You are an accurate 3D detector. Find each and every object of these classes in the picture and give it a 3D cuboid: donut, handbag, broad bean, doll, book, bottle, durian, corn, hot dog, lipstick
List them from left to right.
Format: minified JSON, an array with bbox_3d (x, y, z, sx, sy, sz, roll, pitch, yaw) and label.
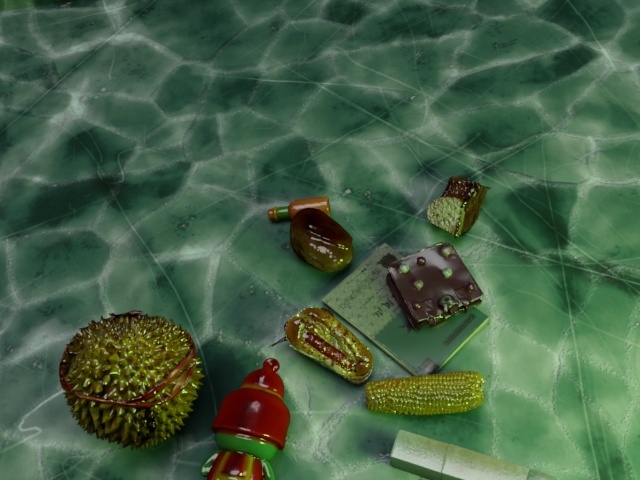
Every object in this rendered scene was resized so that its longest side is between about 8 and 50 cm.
[{"bbox_3d":[-0.455,0.327,1.777,0.348,0.384,0.347,-1,63,2],"label":"durian"},{"bbox_3d":[-0.166,0.444,1.788,0.183,0.160,0.362,7,54,15],"label":"doll"},{"bbox_3d":[-0.064,-0.089,2.239,0.187,0.069,0.069,-6,52,7],"label":"bottle"},{"bbox_3d":[0.001,0.001,2.128,0.156,0.122,0.228,-24,57,-32],"label":"broad bean"},{"bbox_3d":[0.026,0.268,1.901,0.253,0.069,0.131,37,72,0],"label":"hot dog"},{"bbox_3d":[0.225,0.187,2.010,0.379,0.031,0.264,36,64,29],"label":"book"},{"bbox_3d":[0.264,0.377,1.819,0.311,0.101,0.101,-7,52,3],"label":"corn"},{"bbox_3d":[0.300,0.119,1.988,0.203,0.074,0.216,-20,53,-10],"label":"handbag"},{"bbox_3d":[0.398,-0.098,2.159,0.126,0.144,0.186,24,90,31],"label":"donut"},{"bbox_3d":[0.347,0.530,1.704,0.372,0.079,0.076,13,57,18],"label":"lipstick"}]

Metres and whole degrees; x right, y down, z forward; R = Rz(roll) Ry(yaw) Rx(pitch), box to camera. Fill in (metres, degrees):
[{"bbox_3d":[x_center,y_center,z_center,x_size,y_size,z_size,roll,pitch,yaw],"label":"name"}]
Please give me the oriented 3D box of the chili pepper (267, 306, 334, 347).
[{"bbox_3d":[-0.055,0.243,1.972,0.192,0.086,0.084,-23,81,-21],"label":"chili pepper"}]
